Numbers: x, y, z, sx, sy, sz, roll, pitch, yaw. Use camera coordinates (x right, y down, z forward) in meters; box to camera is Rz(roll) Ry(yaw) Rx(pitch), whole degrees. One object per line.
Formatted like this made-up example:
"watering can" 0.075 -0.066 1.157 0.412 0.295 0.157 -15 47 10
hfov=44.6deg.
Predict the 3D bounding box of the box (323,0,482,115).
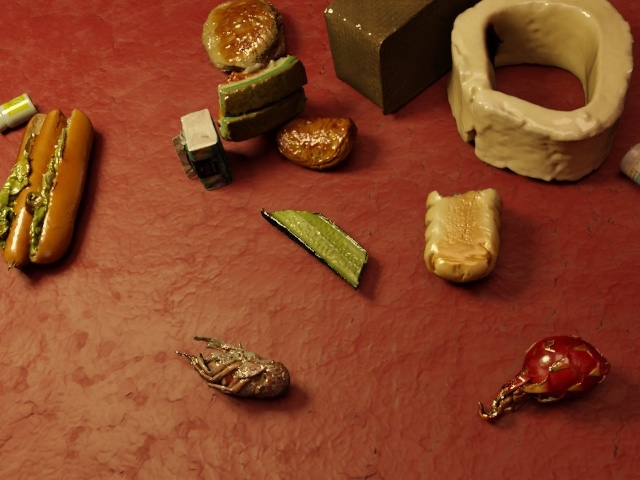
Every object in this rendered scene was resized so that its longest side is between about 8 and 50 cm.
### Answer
"box" 0.157 -0.385 1.398 0.273 0.184 0.143 -40 58 -17

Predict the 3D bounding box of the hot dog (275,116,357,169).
"hot dog" -0.006 -0.176 1.359 0.147 0.065 0.099 1 58 22

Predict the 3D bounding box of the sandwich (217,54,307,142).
"sandwich" -0.123 -0.256 1.354 0.185 0.109 0.160 -27 37 -29

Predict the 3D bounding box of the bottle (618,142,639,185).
"bottle" 0.569 -0.070 1.219 0.060 0.060 0.217 -36 60 -14

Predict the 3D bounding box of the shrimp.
"shrimp" -0.134 0.188 1.152 0.190 0.075 0.073 12 93 26

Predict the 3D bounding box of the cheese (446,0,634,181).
"cheese" 0.362 -0.263 1.313 0.292 0.153 0.332 0 57 8

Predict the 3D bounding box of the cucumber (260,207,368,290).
"cucumber" 0.000 0.000 1.263 0.220 0.046 0.070 39 68 25

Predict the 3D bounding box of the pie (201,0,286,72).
"pie" -0.149 -0.400 1.511 0.163 0.079 0.193 -18 57 1

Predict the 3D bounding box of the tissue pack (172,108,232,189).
"tissue pack" -0.206 -0.152 1.344 0.079 0.111 0.085 -18 57 -3

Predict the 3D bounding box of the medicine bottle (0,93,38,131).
"medicine bottle" -0.586 -0.243 1.487 0.083 0.047 0.047 -30 60 -12

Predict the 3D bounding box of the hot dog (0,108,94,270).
"hot dog" -0.480 -0.096 1.351 0.135 0.100 0.337 -1 58 6

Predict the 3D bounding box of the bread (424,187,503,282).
"bread" 0.220 -0.012 1.215 0.119 0.084 0.177 4 60 12

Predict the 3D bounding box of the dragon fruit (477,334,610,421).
"dragon fruit" 0.303 0.189 1.083 0.190 0.094 0.094 -23 58 7
